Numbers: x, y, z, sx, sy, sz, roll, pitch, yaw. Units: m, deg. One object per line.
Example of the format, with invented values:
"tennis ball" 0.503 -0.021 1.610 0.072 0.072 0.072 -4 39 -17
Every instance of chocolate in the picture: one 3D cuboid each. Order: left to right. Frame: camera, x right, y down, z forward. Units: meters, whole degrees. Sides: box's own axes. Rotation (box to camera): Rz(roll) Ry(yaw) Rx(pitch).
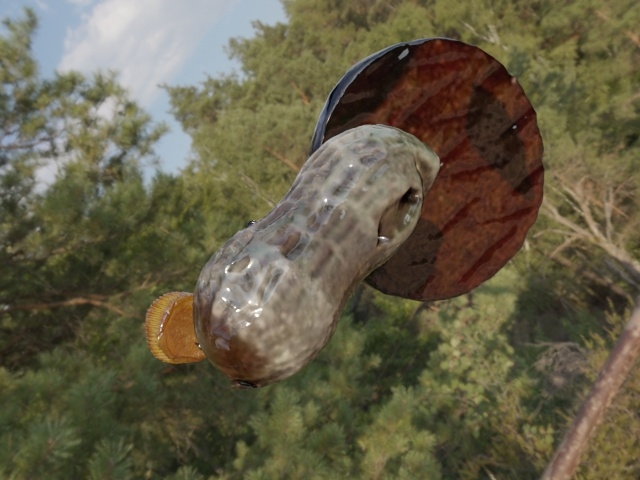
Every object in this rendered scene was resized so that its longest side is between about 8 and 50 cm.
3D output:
"chocolate" 0.000 0.000 0.403 0.248 0.110 0.110 -46 -2 -29

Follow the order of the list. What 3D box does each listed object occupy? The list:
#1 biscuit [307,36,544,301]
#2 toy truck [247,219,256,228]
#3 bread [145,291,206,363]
"biscuit" 0.170 -0.107 0.847 0.408 0.407 0.091 -57 17 -4
"toy truck" -0.109 0.006 1.044 0.056 0.073 0.090 92 165 -55
"bread" -0.162 0.100 0.609 0.053 0.085 0.085 -5 44 46
